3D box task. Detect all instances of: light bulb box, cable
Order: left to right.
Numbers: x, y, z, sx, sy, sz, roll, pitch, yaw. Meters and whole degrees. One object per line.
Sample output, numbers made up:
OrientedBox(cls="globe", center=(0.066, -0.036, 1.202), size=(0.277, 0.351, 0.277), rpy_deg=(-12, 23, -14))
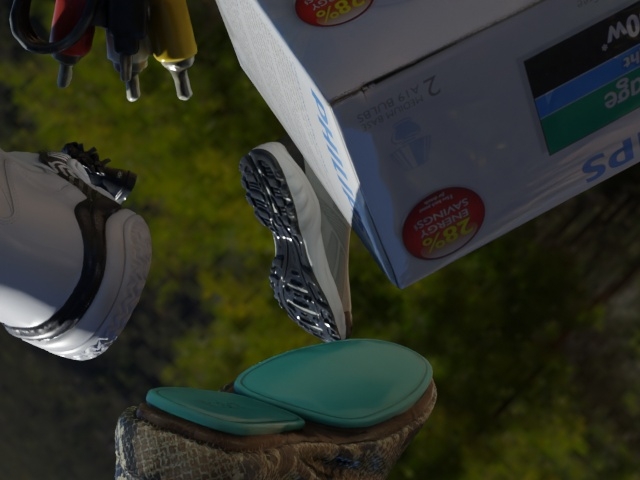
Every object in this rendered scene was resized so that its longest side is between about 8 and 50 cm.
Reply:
OrientedBox(cls="cable", center=(-0.154, -0.241, 1.341), size=(0.072, 0.139, 0.287), rpy_deg=(-105, 20, -74))
OrientedBox(cls="light bulb box", center=(0.118, -0.213, 1.563), size=(0.361, 0.358, 0.225), rpy_deg=(56, 172, 45))

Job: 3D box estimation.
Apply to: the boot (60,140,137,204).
OrientedBox(cls="boot", center=(-0.300, -0.073, 2.333), size=(0.099, 0.045, 0.121), rpy_deg=(24, 143, -17))

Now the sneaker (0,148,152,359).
OrientedBox(cls="sneaker", center=(-0.273, -0.028, 1.329), size=(0.210, 0.137, 0.366), rpy_deg=(26, 179, -28))

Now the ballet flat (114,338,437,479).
OrientedBox(cls="ballet flat", center=(-0.045, 0.196, 1.569), size=(0.164, 0.182, 0.483), rpy_deg=(19, -169, 21))

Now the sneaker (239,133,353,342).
OrientedBox(cls="sneaker", center=(0.000, 0.000, 1.962), size=(0.100, 0.108, 0.271), rpy_deg=(23, 137, 42))
